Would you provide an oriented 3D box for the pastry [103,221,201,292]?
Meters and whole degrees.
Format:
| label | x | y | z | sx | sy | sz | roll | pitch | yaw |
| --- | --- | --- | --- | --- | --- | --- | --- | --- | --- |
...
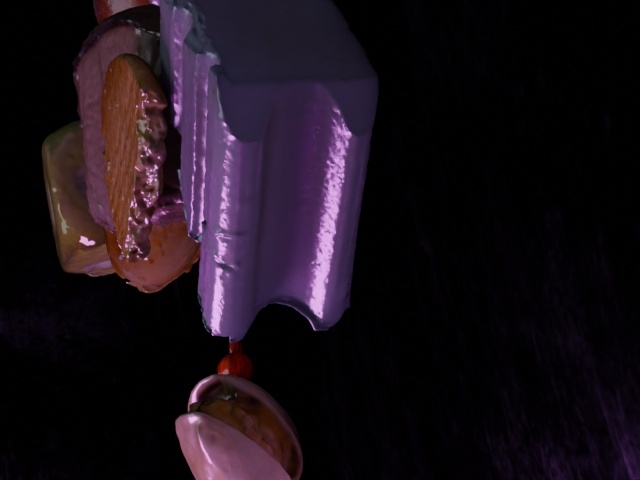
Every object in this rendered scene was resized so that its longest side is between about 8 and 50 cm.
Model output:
| label | x | y | z | sx | sy | sz | roll | pitch | yaw |
| --- | --- | --- | --- | --- | --- | --- | --- | --- | --- |
| pastry | -0.231 | -0.090 | 1.657 | 0.284 | 0.184 | 0.316 | -116 | 19 | -61 |

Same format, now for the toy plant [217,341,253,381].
| label | x | y | z | sx | sy | sz | roll | pitch | yaw |
| --- | --- | --- | --- | --- | --- | --- | --- | --- | --- |
| toy plant | -0.123 | 0.279 | 1.704 | 0.240 | 0.088 | 0.155 | -82 | -21 | -47 |

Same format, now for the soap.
| label | x | y | z | sx | sy | sz | roll | pitch | yaw |
| --- | --- | --- | --- | --- | --- | --- | --- | --- | --- |
| soap | -0.067 | -0.097 | 1.090 | 0.302 | 0.159 | 0.258 | 100 | 151 | -42 |

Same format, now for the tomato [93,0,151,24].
| label | x | y | z | sx | sy | sz | roll | pitch | yaw |
| --- | --- | --- | --- | --- | --- | --- | --- | --- | --- |
| tomato | -0.306 | -0.392 | 1.853 | 0.228 | 0.112 | 0.199 | -121 | 26 | -43 |

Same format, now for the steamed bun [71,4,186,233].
| label | x | y | z | sx | sy | sz | roll | pitch | yaw |
| --- | --- | --- | --- | --- | --- | --- | --- | --- | --- |
| steamed bun | -0.150 | -0.137 | 1.314 | 0.301 | 0.199 | 0.252 | -6 | 92 | 59 |

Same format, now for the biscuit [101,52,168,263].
| label | x | y | z | sx | sy | sz | roll | pitch | yaw |
| --- | --- | --- | --- | --- | --- | --- | --- | --- | --- |
| biscuit | -0.188 | -0.095 | 1.151 | 0.144 | 0.033 | 0.224 | -120 | 32 | -41 |

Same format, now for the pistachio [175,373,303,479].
| label | x | y | z | sx | sy | sz | roll | pitch | yaw |
| --- | --- | --- | --- | --- | --- | --- | --- | --- | --- |
| pistachio | -0.107 | 0.272 | 1.514 | 0.157 | 0.157 | 0.229 | 58 | 173 | 52 |

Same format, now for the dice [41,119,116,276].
| label | x | y | z | sx | sy | sz | roll | pitch | yaw |
| --- | --- | --- | --- | --- | --- | --- | --- | --- | --- |
| dice | -0.357 | -0.077 | 2.029 | 0.238 | 0.233 | 0.227 | 126 | 132 | -69 |
